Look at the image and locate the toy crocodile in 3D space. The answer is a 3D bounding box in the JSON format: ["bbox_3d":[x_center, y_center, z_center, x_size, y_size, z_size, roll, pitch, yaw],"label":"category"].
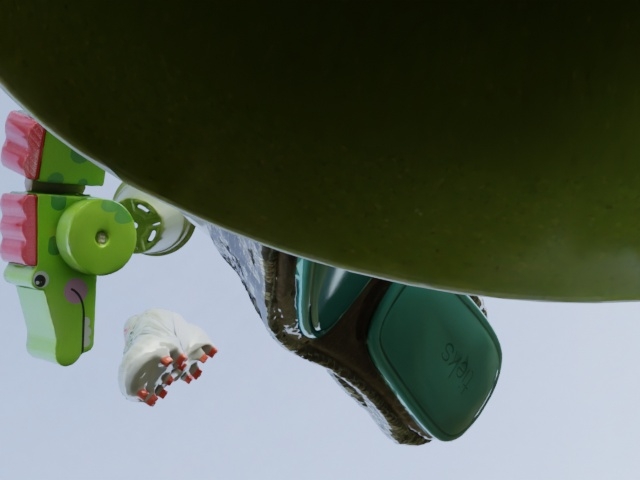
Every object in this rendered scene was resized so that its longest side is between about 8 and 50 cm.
[{"bbox_3d":[-0.216,-0.067,1.167,0.105,0.115,0.341,1,-83,-35],"label":"toy crocodile"}]

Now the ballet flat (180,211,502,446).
[{"bbox_3d":[0.000,0.000,0.930,0.164,0.182,0.483,-54,-26,-14],"label":"ballet flat"}]

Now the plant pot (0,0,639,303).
[{"bbox_3d":[0.063,-0.169,0.418,0.275,0.274,0.294,42,-126,-48],"label":"plant pot"}]

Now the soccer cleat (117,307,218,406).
[{"bbox_3d":[-0.150,0.098,1.254,0.068,0.076,0.196,-53,-8,7],"label":"soccer cleat"}]

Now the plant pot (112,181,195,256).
[{"bbox_3d":[-0.160,-0.019,1.298,0.083,0.083,0.079,-49,2,12],"label":"plant pot"}]
